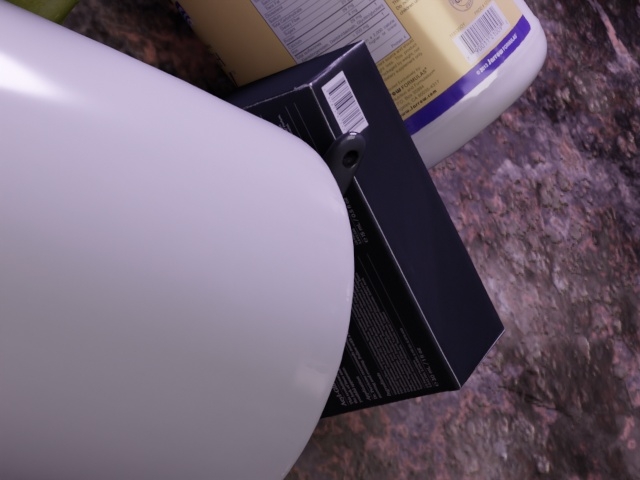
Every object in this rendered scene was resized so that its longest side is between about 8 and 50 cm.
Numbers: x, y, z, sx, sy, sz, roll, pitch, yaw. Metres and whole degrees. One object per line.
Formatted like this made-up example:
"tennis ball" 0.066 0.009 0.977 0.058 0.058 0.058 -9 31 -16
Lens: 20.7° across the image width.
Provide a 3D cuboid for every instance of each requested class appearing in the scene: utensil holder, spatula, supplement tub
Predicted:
"utensil holder" -0.216 0.008 1.096 0.385 0.327 0.328 20 60 -37
"spatula" -0.044 0.039 1.297 0.084 0.296 0.030 10 35 -40
"supplement tub" 0.006 -0.222 1.450 0.331 0.241 0.241 53 46 -12

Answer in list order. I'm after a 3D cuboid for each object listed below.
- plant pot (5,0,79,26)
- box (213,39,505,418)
"plant pot" -0.242 -0.302 1.177 0.366 0.353 0.367 17 62 -37
"box" 0.000 0.000 1.367 0.103 0.184 0.261 -45 113 -52
